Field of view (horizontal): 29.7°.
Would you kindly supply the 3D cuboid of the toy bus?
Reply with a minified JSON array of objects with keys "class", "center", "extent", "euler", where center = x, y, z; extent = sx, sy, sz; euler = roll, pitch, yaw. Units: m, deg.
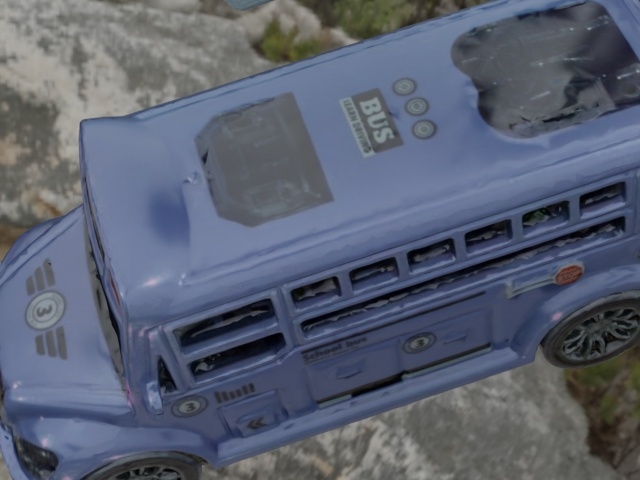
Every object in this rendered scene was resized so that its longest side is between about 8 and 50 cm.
[{"class":"toy bus","center":[0.000,0.000,0.478],"extent":[0.292,0.133,0.125],"euler":[-18,53,-3]}]

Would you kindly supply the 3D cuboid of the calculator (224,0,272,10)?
[{"class":"calculator","center":[-0.055,-0.265,1.058],"extent":[0.121,0.210,0.039],"euler":[47,60,-26]}]
